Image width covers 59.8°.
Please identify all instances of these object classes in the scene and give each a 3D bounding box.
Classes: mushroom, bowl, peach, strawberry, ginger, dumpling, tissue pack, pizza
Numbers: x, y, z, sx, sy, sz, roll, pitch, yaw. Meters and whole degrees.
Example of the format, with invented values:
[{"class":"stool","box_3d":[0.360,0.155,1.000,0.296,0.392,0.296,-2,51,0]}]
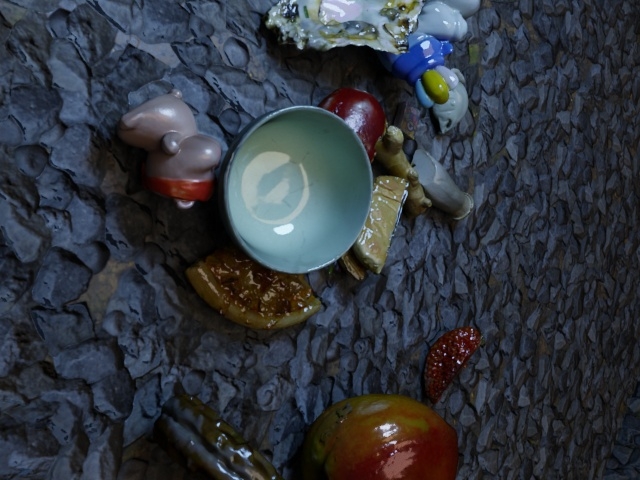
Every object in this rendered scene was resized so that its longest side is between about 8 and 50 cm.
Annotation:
[{"class":"mushroom","box_3d":[0.322,-0.138,1.500,0.096,0.108,0.247,-42,125,17]},{"class":"bowl","box_3d":[-0.062,-0.097,1.068,0.307,0.163,0.307,-4,100,-27]},{"class":"peach","box_3d":[0.035,-0.209,1.213,0.153,0.158,0.267,27,83,-16]},{"class":"strawberry","box_3d":[0.358,0.326,1.561,0.236,0.106,0.175,-36,151,-32]},{"class":"ginger","box_3d":[0.199,-0.168,1.395,0.065,0.118,0.299,-51,130,-20]},{"class":"dumpling","box_3d":[0.361,-0.385,1.516,0.134,0.099,0.169,-41,120,-44]},{"class":"tissue pack","box_3d":[0.223,-0.309,1.444,0.063,0.035,0.083,25,75,-38]},{"class":"peach","box_3d":[0.136,0.499,1.254,0.372,0.289,0.373,-5,99,-32]},{"class":"pizza","box_3d":[-0.119,0.069,1.151,0.335,0.086,0.226,23,79,-37]}]

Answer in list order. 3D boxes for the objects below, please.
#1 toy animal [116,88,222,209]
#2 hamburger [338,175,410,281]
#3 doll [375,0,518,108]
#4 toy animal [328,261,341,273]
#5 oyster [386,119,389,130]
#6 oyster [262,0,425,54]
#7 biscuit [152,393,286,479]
[{"class":"toy animal","box_3d":[-0.255,-0.152,0.976,0.171,0.171,0.198,-40,113,-31]},{"class":"hamburger","box_3d":[0.109,-0.037,1.321,0.130,0.124,0.262,25,71,-19]},{"class":"doll","box_3d":[0.237,-0.515,1.300,0.187,0.376,0.366,21,99,-45]},{"class":"toy animal","box_3d":[-0.006,0.002,1.253,0.202,0.070,0.105,52,43,-25]},{"class":"oyster","box_3d":[0.156,-0.281,1.384,0.029,0.086,0.132,-44,85,7]},{"class":"oyster","box_3d":[0.050,-0.480,1.202,0.354,0.107,0.201,0,77,-12]},{"class":"biscuit","box_3d":[-0.163,0.403,0.982,0.103,0.332,0.332,-46,120,-22]}]
